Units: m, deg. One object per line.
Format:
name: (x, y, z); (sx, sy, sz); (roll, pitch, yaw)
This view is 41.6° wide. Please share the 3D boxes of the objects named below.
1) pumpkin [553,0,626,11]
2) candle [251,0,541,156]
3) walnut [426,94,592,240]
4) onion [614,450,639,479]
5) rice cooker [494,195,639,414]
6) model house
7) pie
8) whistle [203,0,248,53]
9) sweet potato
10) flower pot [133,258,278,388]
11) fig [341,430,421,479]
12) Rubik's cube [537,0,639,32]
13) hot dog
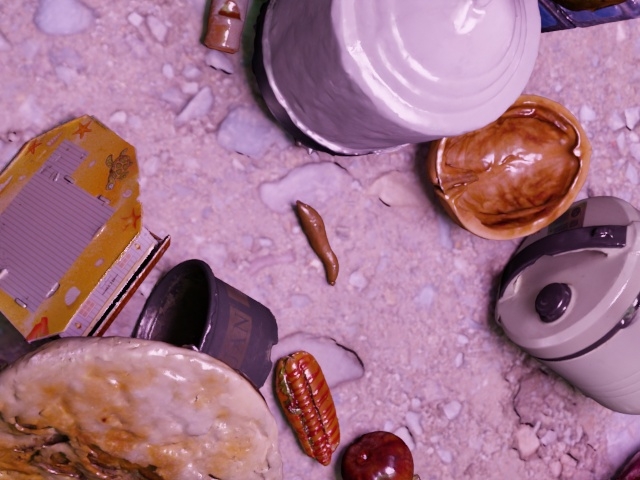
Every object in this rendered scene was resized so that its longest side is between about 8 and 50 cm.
pumpkin: (0.233, -0.307, 0.661); (0.139, 0.190, 0.280); (44, 41, -18)
candle: (0.073, -0.194, 0.808); (0.221, 0.342, 0.221); (-1, 94, -21)
walnut: (0.211, -0.086, 1.000); (0.211, 0.087, 0.167); (-11, 95, -19)
onion: (0.454, 0.368, 1.114); (0.349, 0.159, 0.267); (24, 78, -22)
rice cooker: (0.340, 0.072, 1.006); (0.244, 0.226, 0.226); (32, 87, -22)
model house: (-0.234, 0.008, 0.854); (0.219, 0.207, 0.136); (-56, 147, -14)
pie: (-0.198, 0.206, 0.812); (0.339, 0.077, 0.339); (2, 131, 2)
whistle: (-0.084, -0.308, 0.884); (0.107, 0.057, 0.220); (8, 100, -20)
sweet potato: (0.000, 0.000, 0.974); (0.026, 0.026, 0.115); (-30, 112, -13)
flower pot: (-0.117, 0.108, 0.889); (0.107, 0.157, 0.157); (24, 90, -32)
fig: (0.082, 0.287, 1.024); (0.089, 0.089, 0.125); (-48, 132, -7)
Rubik's cube: (0.216, -0.414, 0.839); (0.301, 0.305, 0.304); (38, 84, -20)
hot dog: (-0.012, 0.199, 0.991); (0.062, 0.038, 0.144); (-22, 105, -15)
